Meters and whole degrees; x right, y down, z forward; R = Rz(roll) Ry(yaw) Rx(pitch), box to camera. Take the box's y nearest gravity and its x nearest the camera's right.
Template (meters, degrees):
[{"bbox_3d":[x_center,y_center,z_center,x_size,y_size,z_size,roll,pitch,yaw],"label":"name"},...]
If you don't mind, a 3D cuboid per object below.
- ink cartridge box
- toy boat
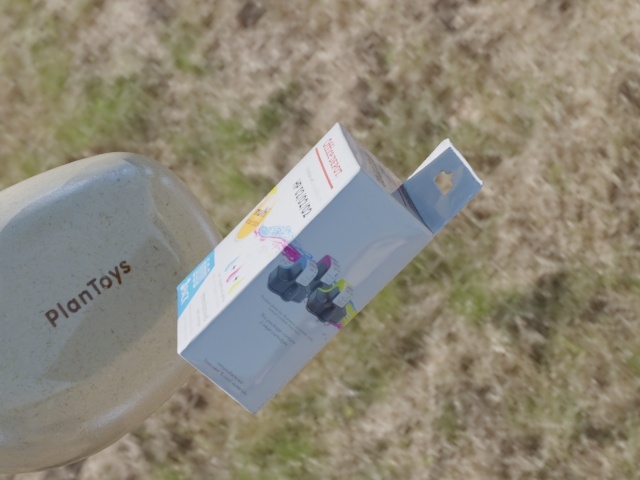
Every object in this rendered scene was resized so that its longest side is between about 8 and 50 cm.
[{"bbox_3d":[0.000,0.000,0.776,0.181,0.061,0.104,-45,18,9],"label":"ink cartridge box"},{"bbox_3d":[-0.158,0.111,0.961,0.267,0.318,0.148,-31,4,-26],"label":"toy boat"}]
